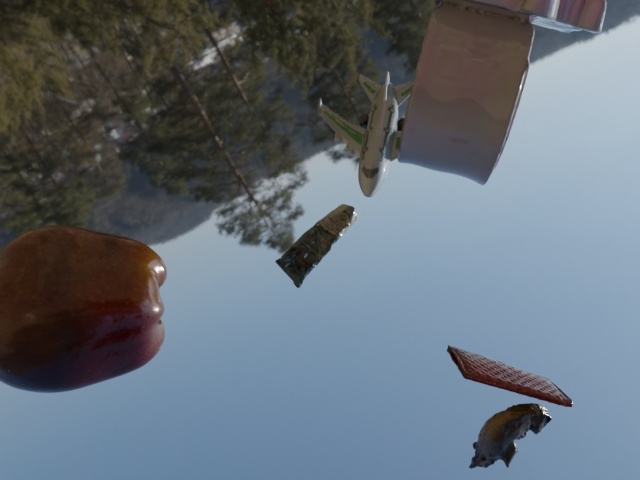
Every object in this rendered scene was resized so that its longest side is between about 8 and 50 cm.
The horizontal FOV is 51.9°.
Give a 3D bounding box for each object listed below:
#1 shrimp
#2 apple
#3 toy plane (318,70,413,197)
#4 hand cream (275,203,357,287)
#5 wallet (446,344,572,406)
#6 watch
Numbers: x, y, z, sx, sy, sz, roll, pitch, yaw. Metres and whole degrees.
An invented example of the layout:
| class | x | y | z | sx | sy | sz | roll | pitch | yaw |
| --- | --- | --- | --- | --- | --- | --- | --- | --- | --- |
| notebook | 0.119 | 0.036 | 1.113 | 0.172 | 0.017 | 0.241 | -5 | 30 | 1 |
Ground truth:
| class | x | y | z | sx | sy | sz | roll | pitch | yaw |
| --- | --- | --- | --- | --- | --- | --- | --- | --- | --- |
| shrimp | 0.341 | 0.378 | 1.201 | 0.117 | 0.262 | 0.066 | 2 | -129 | 0 |
| apple | -0.428 | 0.114 | 1.134 | 0.317 | 0.288 | 0.288 | 0 | 180 | -24 |
| toy plane | 0.113 | -0.193 | 1.234 | 0.251 | 0.255 | 0.101 | 7 | 163 | 11 |
| hand cream | 0.000 | 0.001 | 1.470 | 0.248 | 0.075 | 0.052 | -46 | 168 | -30 |
| wallet | 0.312 | 0.227 | 1.095 | 0.103 | 0.197 | 0.020 | -116 | -135 | -74 |
| watch | 0.186 | -0.184 | 0.731 | 0.196 | 0.231 | 0.244 | 14 | -160 | 9 |
